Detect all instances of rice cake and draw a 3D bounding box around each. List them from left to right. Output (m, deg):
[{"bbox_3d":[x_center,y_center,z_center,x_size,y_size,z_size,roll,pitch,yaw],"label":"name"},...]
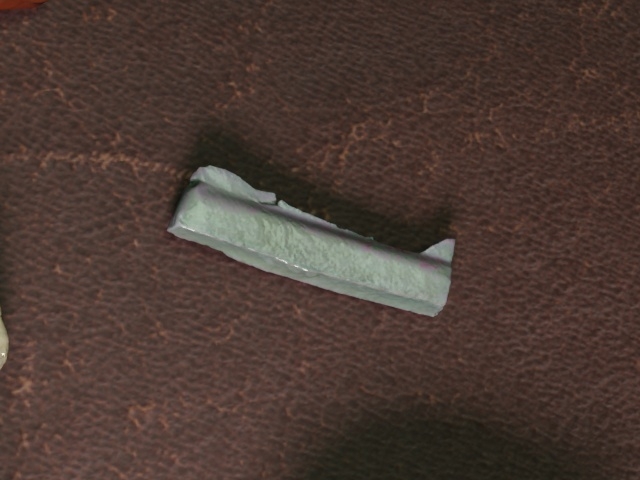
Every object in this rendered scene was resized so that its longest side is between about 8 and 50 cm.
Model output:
[{"bbox_3d":[-0.002,0.002,1.406,0.290,0.051,0.081,16,78,-16],"label":"rice cake"}]

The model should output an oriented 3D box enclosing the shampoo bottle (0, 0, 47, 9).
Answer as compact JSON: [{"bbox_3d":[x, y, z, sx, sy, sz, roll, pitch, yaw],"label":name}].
[{"bbox_3d":[-0.328,-0.331,1.377,0.085,0.085,0.244,-18,82,-24],"label":"shampoo bottle"}]

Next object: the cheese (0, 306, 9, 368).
[{"bbox_3d":[-0.398,0.084,1.199,0.266,0.127,0.233,-37,91,-23],"label":"cheese"}]
